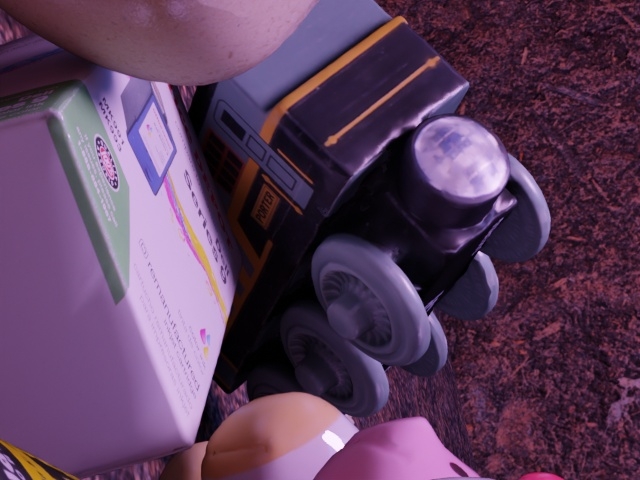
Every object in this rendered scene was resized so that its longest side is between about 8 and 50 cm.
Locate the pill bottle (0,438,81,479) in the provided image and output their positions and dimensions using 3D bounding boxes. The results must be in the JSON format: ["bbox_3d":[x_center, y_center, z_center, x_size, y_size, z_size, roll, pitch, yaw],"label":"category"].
[{"bbox_3d":[-0.113,0.102,0.389,0.208,0.119,0.119,56,21,-66],"label":"pill bottle"}]

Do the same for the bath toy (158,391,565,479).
[{"bbox_3d":[0.011,0.128,0.537,0.348,0.129,0.151,161,-59,-68],"label":"bath toy"}]

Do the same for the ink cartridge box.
[{"bbox_3d":[-0.110,-0.007,0.689,0.212,0.093,0.154,-85,157,-71],"label":"ink cartridge box"}]

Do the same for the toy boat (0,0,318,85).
[{"bbox_3d":[-0.096,-0.227,0.639,0.267,0.318,0.148,-62,165,7],"label":"toy boat"}]

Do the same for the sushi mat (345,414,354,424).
[{"bbox_3d":[-0.006,0.146,1.304,0.316,0.019,0.151,58,18,-61],"label":"sushi mat"}]

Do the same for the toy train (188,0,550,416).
[{"bbox_3d":[0.000,0.000,0.862,0.190,0.142,0.334,47,-28,10],"label":"toy train"}]
